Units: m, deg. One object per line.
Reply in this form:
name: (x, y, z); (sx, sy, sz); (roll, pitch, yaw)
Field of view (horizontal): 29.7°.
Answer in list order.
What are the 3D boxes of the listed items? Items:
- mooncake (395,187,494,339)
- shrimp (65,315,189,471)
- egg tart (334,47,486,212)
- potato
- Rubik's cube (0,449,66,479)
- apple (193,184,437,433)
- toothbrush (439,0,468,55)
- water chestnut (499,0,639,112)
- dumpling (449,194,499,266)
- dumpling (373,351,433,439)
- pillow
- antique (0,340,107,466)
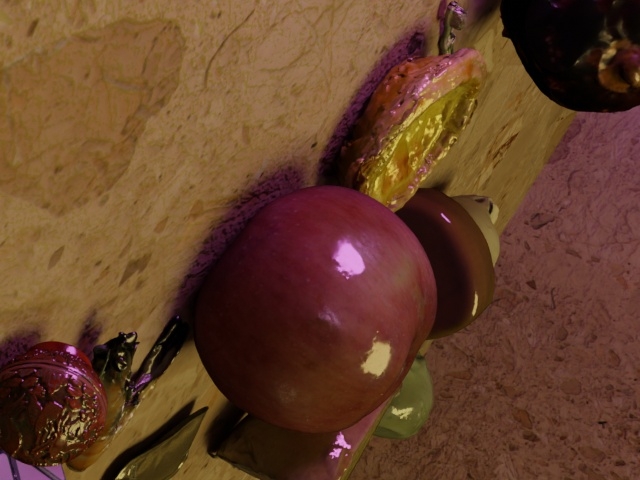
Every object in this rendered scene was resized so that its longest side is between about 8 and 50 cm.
mooncake: (0.165, 0.045, 1.892); (0.235, 0.235, 0.117); (-62, 165, 23)
shrimp: (-0.186, 0.119, 1.214); (0.198, 0.051, 0.262); (-55, 172, -40)
egg tart: (0.105, -0.141, 1.538); (0.279, 0.095, 0.279); (-46, 164, -18)
potato: (-0.015, 0.258, 1.809); (0.264, 0.211, 0.189); (-55, 165, -20)
Rubik's cube: (-0.256, 0.256, 1.093); (0.211, 0.190, 0.178); (117, -3, -45)
apple: (0.002, 0.081, 1.362); (0.306, 0.235, 0.306); (-52, 168, -16)
toothbrush: (0.176, -0.259, 1.653); (0.026, 0.028, 0.294); (-53, 172, -8)
water chestnut: (0.405, -0.367, 1.701); (0.347, 0.335, 0.335); (-89, -161, -53)
dumpling: (0.202, 0.048, 2.161); (0.260, 0.181, 0.341); (-53, -168, 30)
dumpling: (0.114, 0.258, 2.160); (0.270, 0.212, 0.320); (-20, -170, -21)
pillow: (-0.214, 0.289, 1.522); (0.217, 0.033, 0.130); (-32, 151, -60)
antique: (-0.224, 0.136, 0.985); (0.104, 0.104, 0.104); (-52, 166, -19)
